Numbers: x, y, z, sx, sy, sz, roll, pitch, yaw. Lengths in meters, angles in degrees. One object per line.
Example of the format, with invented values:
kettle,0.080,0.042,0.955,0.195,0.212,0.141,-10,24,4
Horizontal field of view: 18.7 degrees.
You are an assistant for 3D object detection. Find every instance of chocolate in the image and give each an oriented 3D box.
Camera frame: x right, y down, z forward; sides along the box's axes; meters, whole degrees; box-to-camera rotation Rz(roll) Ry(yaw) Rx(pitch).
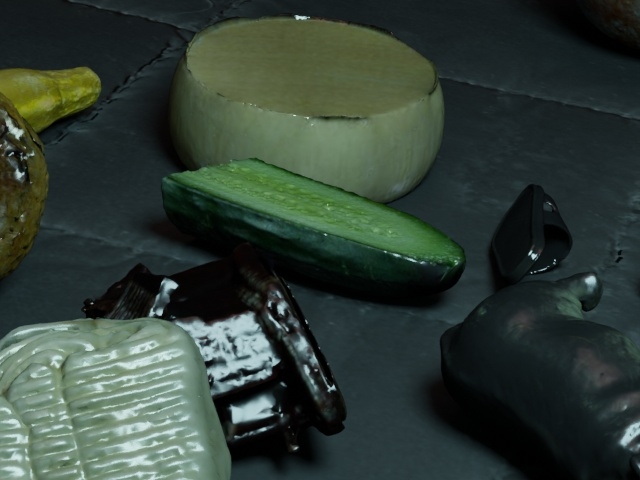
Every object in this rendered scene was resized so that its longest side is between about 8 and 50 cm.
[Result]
chocolate,-0.285,-0.116,1.732,0.086,0.085,0.219,26,30,36

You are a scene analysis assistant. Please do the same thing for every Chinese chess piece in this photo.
Chinese chess piece,-0.013,-0.118,1.750,0.250,0.103,0.249,4,27,-2

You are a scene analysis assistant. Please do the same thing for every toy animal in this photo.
toy animal,0.210,0.134,1.280,0.168,0.106,0.343,-6,32,-23

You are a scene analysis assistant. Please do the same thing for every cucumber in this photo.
cucumber,0.000,0.000,1.554,0.244,0.063,0.115,20,24,27

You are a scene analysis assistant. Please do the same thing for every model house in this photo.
model house,-0.089,0.081,1.346,0.164,0.141,0.203,-23,9,-6

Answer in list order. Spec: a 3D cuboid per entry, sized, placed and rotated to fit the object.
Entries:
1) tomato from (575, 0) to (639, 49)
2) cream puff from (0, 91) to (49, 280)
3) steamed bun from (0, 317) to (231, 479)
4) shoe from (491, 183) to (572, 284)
tomato,0.382,-0.348,2.050,0.283,0.316,0.316,-24,26,8
cream puff,-0.285,-0.046,1.524,0.183,0.183,0.169,9,3,8
steamed bun,-0.156,0.163,1.118,0.211,0.144,0.218,-12,60,-16
shoe,0.177,0.006,1.588,0.053,0.062,0.159,35,19,-6
